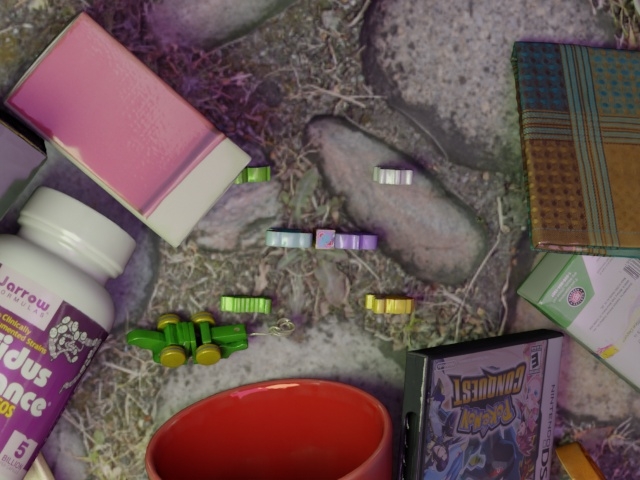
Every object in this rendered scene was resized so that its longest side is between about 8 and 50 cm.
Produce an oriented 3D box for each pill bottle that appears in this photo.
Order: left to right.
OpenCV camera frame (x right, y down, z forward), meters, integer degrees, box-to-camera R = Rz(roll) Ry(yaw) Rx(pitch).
[{"bbox_3d":[-0.319,0.101,1.504,0.169,0.169,0.301,32,77,-14],"label":"pill bottle"}]

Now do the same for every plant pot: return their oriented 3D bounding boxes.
[{"bbox_3d":[-0.040,0.317,1.567,0.275,0.275,0.243,-12,111,-10],"label":"plant pot"}]

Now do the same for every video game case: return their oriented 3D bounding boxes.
[{"bbox_3d":[0.181,0.235,1.627,0.275,0.035,0.248,-4,101,-49],"label":"video game case"}]

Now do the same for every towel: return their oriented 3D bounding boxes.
[{"bbox_3d":[0.406,-0.098,1.650,0.370,0.040,0.271,3,65,-10],"label":"towel"}]

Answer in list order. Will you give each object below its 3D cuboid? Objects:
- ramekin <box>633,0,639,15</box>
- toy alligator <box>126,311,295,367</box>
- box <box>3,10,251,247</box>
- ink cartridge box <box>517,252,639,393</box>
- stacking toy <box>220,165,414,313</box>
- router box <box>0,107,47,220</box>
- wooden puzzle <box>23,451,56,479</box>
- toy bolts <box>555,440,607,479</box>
[{"bbox_3d":[0.449,-0.322,1.607,0.109,0.207,0.207,13,95,-22],"label":"ramekin"},{"bbox_3d":[-0.123,0.117,1.622,0.189,0.056,0.051,-2,140,-13],"label":"toy alligator"},{"bbox_3d":[-0.206,-0.119,1.520,0.232,0.148,0.127,41,87,-15],"label":"box"},{"bbox_3d":[0.364,0.071,1.693,0.212,0.093,0.154,38,89,-12],"label":"ink cartridge box"},{"bbox_3d":[0.000,0.000,1.629,0.221,0.052,0.167,0,97,-11],"label":"stacking toy"},{"bbox_3d":[-0.397,0.005,1.449,0.081,0.243,0.309,37,88,-14],"label":"router box"},{"bbox_3d":[-0.392,0.411,1.570,0.322,0.080,0.348,-27,85,-7],"label":"wooden puzzle"},{"bbox_3d":[0.308,0.380,1.708,0.158,0.218,0.228,-35,136,8],"label":"toy bolts"}]
